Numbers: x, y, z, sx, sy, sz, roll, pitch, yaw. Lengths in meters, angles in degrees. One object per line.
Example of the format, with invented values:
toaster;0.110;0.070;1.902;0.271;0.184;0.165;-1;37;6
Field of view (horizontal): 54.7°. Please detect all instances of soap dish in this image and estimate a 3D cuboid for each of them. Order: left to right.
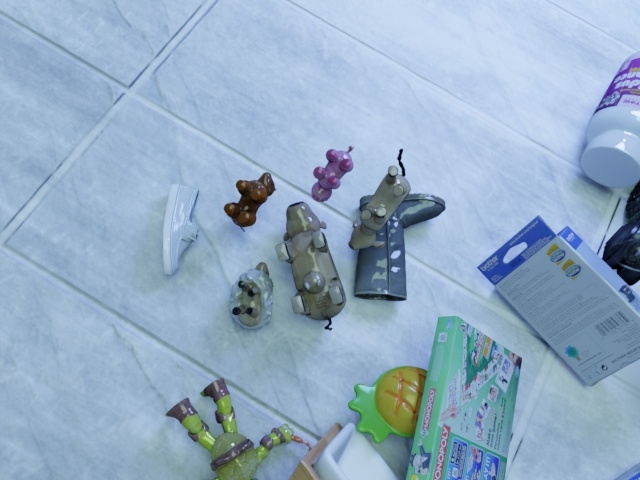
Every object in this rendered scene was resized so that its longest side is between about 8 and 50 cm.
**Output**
soap dish;0.070;0.441;0.958;0.118;0.229;0.291;-40;79;9

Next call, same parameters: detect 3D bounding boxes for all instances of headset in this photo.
headset;0.646;0.038;1.133;0.394;0.185;0.243;14;29;-46

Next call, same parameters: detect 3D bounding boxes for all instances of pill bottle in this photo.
pill bottle;0.687;-0.263;1.350;0.169;0.169;0.301;34;67;4

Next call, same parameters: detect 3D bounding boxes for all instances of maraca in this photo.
maraca;0.139;0.285;1.084;0.186;0.099;0.127;-10;58;-22

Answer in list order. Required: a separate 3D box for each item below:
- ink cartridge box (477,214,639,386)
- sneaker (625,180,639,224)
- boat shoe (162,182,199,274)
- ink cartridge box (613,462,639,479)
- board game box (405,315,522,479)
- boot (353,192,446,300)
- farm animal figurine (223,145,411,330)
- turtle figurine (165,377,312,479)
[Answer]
ink cartridge box;0.467;0.107;1.163;0.311;0.186;0.065;46;45;8
sneaker;0.789;-0.121;1.331;0.146;0.134;0.343;43;68;8
boat shoe;-0.259;-0.021;1.165;0.063;0.066;0.184;4;59;-7
ink cartridge box;0.642;0.445;1.140;0.207;0.046;0.097;-24;74;-17
board game box;0.253;0.316;1.066;0.213;0.046;0.317;32;63;-33
boot;0.157;0.014;1.209;0.190;0.076;0.208;-3;62;5
farm animal figurine;0.000;0.000;1.137;0.330;0.172;0.326;0;86;8
turtle figurine;-0.164;0.354;1.019;0.270;0.087;0.217;-31;77;-19
